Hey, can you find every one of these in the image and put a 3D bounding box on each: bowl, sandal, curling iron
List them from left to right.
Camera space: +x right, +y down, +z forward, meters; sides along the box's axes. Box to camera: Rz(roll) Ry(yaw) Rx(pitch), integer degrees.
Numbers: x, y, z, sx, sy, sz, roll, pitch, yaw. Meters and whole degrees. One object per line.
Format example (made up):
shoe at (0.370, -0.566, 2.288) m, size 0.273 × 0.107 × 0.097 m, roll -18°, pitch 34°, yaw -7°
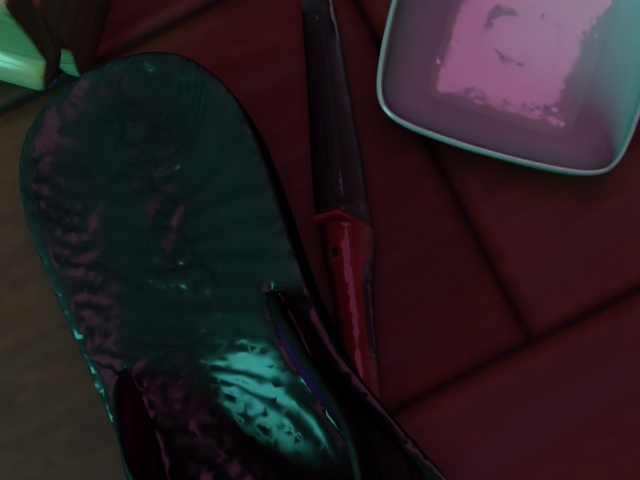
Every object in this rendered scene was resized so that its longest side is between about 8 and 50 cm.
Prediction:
sandal at (-0.035, 0.104, 0.820) m, size 0.167 × 0.107 × 0.445 m, roll -32°, pitch 73°, yaw 7°
curling iron at (0.000, 0.000, 0.905) m, size 0.068 × 0.035 × 0.274 m, roll 0°, pitch 81°, yaw 3°
bowl at (0.107, -0.108, 0.910) m, size 0.142 × 0.053 × 0.142 m, roll 16°, pitch 83°, yaw 4°

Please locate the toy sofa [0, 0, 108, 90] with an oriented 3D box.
toy sofa at (-0.161, -0.269, 0.884) m, size 0.150 × 0.177 × 0.362 m, roll 15°, pitch 82°, yaw 5°
